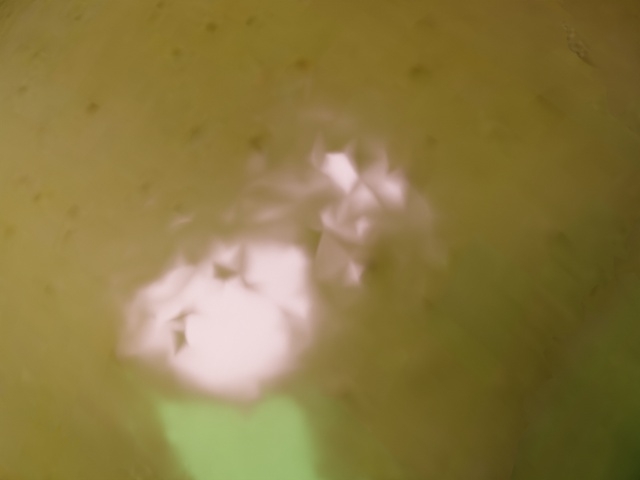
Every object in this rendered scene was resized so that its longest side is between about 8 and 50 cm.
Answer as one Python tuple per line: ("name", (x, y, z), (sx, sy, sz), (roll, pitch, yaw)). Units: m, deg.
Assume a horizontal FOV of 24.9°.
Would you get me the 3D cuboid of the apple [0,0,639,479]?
("apple", (0.000, 0.000, 0.552), (0.360, 0.320, 0.312), (33, 121, 32))
